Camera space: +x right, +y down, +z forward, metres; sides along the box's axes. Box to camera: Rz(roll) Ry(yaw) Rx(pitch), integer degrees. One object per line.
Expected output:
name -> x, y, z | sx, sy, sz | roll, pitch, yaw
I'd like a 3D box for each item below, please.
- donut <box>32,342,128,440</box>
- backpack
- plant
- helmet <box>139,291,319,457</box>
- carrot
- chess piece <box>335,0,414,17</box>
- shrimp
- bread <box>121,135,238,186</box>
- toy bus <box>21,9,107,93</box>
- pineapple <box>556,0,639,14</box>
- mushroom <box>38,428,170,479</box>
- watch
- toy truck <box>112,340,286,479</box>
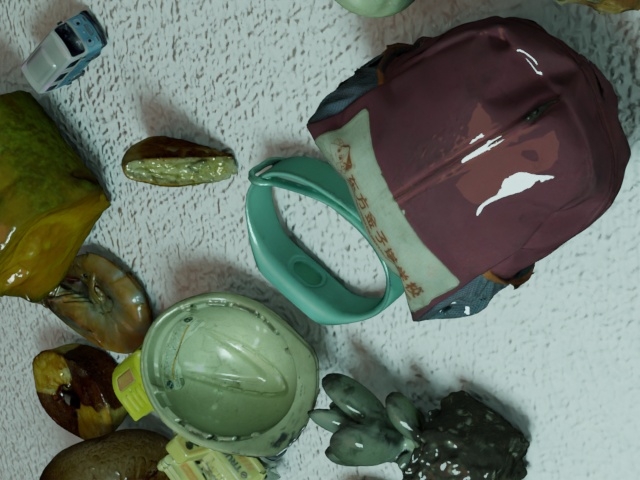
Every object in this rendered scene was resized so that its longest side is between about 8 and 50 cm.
donut -> -0.368, 0.234, 2.301 | 0.184, 0.073, 0.166 | 4, 119, 43
backpack -> 0.163, -0.094, 1.486 | 0.317, 0.197, 0.283 | -34, 89, 45
plant -> 0.114, 0.244, 1.795 | 0.274, 0.149, 0.146 | 18, 111, 32
helmet -> -0.099, 0.181, 1.963 | 0.257, 0.137, 0.204 | 24, 92, 21
carrot -> -0.465, -0.091, 2.060 | 0.341, 0.241, 0.241 | 49, 139, 4
chess piece -> -0.026, -0.354, 1.536 | 0.330, 0.182, 0.182 | 34, 135, 15
shrimp -> -0.360, 0.073, 2.196 | 0.287, 0.063, 0.152 | 23, 128, 28
bread -> -0.202, -0.095, 1.881 | 0.154, 0.136, 0.054 | 12, 106, 35
toy bus -> -0.345, -0.248, 1.963 | 0.060, 0.075, 0.123 | 56, 139, 0
pineapple -> 0.199, -0.304, 1.360 | 0.278, 0.158, 0.158 | 29, 134, 45
mushroom -> -0.315, 0.390, 2.250 | 0.253, 0.253, 0.153 | 110, 151, -43
watch -> 0.000, 0.000, 1.799 | 0.237, 0.068, 0.195 | 42, 136, 14
toy truck -> -0.179, 0.255, 2.068 | 0.272, 0.157, 0.124 | 54, 139, 2
